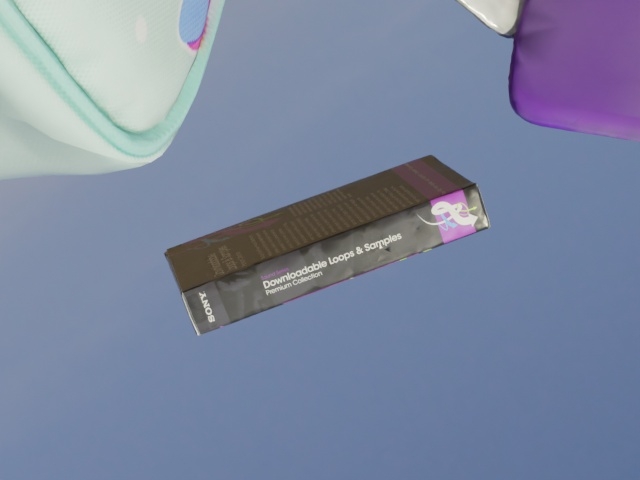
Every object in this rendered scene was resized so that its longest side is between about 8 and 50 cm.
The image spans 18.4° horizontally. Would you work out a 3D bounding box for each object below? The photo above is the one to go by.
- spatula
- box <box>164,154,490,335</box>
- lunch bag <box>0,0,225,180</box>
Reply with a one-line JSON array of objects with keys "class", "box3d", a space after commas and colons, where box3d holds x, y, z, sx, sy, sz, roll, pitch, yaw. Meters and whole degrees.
[{"class": "spatula", "box3d": [0.008, -0.090, 0.574, 0.030, 0.296, 0.084, 105, 4, -58]}, {"class": "box", "box3d": [0.000, 0.000, 1.048, 0.162, 0.029, 0.116, -19, -167, -4]}, {"class": "lunch bag", "box3d": [-0.106, -0.146, 0.359, 0.108, 0.279, 0.224, -5, -124, 24]}]
